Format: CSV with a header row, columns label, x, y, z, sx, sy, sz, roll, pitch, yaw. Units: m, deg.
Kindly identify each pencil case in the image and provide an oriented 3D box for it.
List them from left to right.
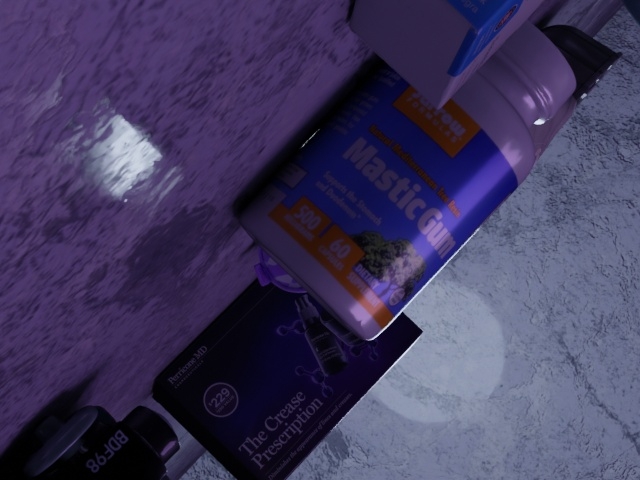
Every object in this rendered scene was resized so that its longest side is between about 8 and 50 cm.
label,x,y,z,sx,sy,sz,roll,pitch,yaw
pencil case,0.000,0.000,1.291,0.088,0.086,0.206,-20,180,16

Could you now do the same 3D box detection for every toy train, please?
label,x,y,z,sx,sy,sz,roll,pitch,yaw
toy train,-0.254,0.265,1.018,0.334,0.142,0.190,-46,-173,-28

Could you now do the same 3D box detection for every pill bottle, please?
label,x,y,z,sx,sy,sz,roll,pitch,yaw
pill bottle,0.077,-0.063,1.026,0.272,0.152,0.152,-47,175,-4

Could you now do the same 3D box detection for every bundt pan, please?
label,x,y,z,sx,sy,sz,roll,pitch,yaw
bundt pan,0.305,-0.200,1.937,0.331,0.124,0.331,-47,174,-7

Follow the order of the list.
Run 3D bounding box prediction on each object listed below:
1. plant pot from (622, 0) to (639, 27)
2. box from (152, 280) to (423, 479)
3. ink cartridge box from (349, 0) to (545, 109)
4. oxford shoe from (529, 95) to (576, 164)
label,x,y,z,sx,sy,sz,roll,pitch,yaw
plant pot,0.543,-0.401,1.745,0.255,0.271,0.272,-32,-178,26
box,-0.039,0.144,1.464,0.261,0.184,0.103,-45,172,-20
ink cartridge box,0.120,-0.194,0.760,0.203,0.086,0.148,-45,174,-10
oxford shoe,0.211,-0.128,1.596,0.169,0.130,0.449,-26,-172,40
